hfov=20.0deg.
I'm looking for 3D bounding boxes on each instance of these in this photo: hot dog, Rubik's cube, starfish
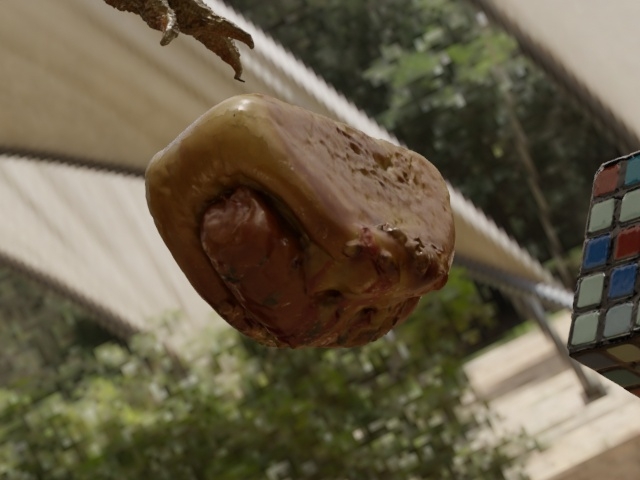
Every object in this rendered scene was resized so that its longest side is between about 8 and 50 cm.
[{"bbox_3d":[0.000,0.000,1.307,0.150,0.153,0.256,-34,-30,28],"label":"hot dog"},{"bbox_3d":[0.331,0.033,1.451,0.182,0.187,0.184,-21,45,48],"label":"Rubik's cube"},{"bbox_3d":[-0.191,-0.293,2.143,0.084,0.293,0.301,-53,-19,19],"label":"starfish"}]
